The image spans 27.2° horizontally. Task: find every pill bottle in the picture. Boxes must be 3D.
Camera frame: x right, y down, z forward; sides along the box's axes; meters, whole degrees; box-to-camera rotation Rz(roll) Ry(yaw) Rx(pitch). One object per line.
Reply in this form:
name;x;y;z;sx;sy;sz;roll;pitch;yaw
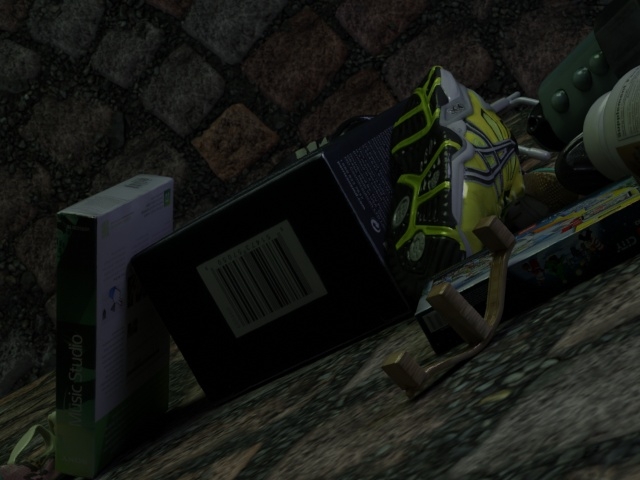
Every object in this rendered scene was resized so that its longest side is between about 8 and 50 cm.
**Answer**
pill bottle;0.353;-0.118;1.293;0.131;0.131;0.229;-30;4;-15

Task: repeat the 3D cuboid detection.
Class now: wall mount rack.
wall mount rack;0.307;-0.170;2.310;0.304;0.130;0.350;-30;3;45

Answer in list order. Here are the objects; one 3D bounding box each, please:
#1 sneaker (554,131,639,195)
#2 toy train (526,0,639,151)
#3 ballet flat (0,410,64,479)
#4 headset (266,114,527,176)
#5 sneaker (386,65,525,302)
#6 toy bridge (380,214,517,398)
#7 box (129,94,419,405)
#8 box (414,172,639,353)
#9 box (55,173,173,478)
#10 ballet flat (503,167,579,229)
sneaker;0.357;-0.099;1.481;0.228;0.086;0.132;-19;-2;-8
toy train;0.374;-0.208;1.548;0.190;0.142;0.334;-13;-17;-28
ballet flat;-0.332;0.261;1.667;0.077;0.079;0.221;-28;4;31
headset;0.107;-0.066;1.949;0.394;0.185;0.243;-21;-36;11
sneaker;0.168;-0.061;1.499;0.145;0.147;0.385;-54;17;37
toy bridge;0.119;0.064;1.123;0.026;0.063;0.188;-23;26;54
box;0.000;0.000;1.677;0.293;0.212;0.395;-28;5;25
box;0.205;0.018;1.244;0.233;0.044;0.159;-28;5;13
box;-0.250;0.097;1.615;0.058;0.322;0.232;6;15;15
ballet flat;0.249;-0.039;1.613;0.067;0.073;0.206;-58;9;-14
